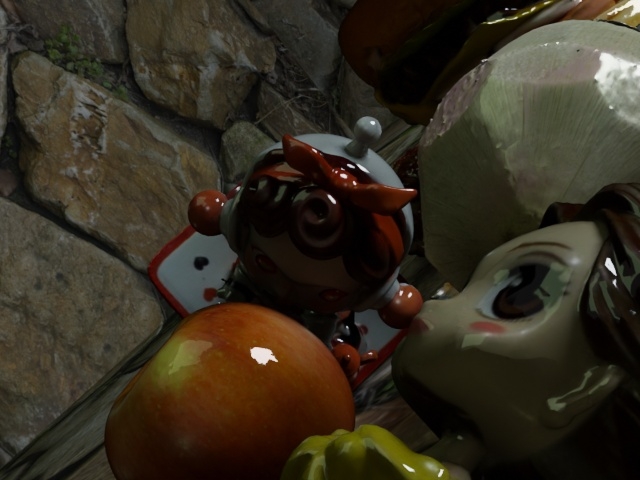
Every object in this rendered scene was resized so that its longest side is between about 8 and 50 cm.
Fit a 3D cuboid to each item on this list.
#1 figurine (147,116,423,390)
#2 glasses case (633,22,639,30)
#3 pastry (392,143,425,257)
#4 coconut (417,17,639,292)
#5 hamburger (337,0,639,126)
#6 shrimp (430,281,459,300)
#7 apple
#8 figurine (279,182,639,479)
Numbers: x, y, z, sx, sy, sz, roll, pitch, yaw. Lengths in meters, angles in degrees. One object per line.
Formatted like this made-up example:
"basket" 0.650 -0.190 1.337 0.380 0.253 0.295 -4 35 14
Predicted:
"figurine" 0.000 0.000 0.839 0.160 0.183 0.226 -42 -7 -24
"glasses case" 0.317 -0.168 0.722 0.299 0.114 0.060 -42 -8 -6
"pastry" 0.116 -0.050 1.173 0.115 0.097 0.208 -42 2 31
"coconut" 0.128 -0.025 0.625 0.171 0.171 0.183 -34 5 35
"hamburger" 0.176 -0.161 0.968 0.291 0.225 0.291 -33 -6 -4
"shrimp" 0.119 0.027 0.851 0.251 0.052 0.143 -33 -10 -50
"apple" -0.055 0.118 0.774 0.163 0.139 0.163 -51 6 7
"figurine" 0.008 0.096 0.338 0.315 0.168 0.187 -42 -20 -22
